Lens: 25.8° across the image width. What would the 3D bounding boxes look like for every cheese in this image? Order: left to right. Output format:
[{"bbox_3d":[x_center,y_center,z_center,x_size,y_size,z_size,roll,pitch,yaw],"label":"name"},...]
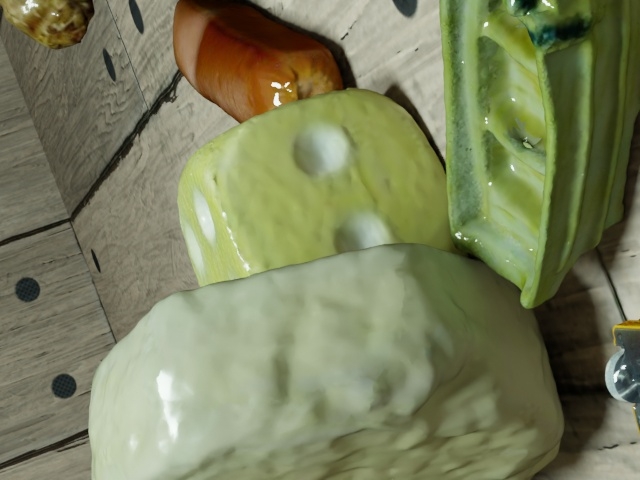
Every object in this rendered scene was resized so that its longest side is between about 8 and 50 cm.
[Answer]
[{"bbox_3d":[-0.002,0.122,0.920,0.326,0.318,0.115,-36,54,39],"label":"cheese"}]

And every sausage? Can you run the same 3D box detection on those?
[{"bbox_3d":[-0.061,-0.150,1.198,0.300,0.083,0.089,-137,37,-60],"label":"sausage"}]

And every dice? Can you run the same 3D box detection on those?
[{"bbox_3d":[0.000,0.000,1.037,0.169,0.169,0.166,66,163,13],"label":"dice"}]

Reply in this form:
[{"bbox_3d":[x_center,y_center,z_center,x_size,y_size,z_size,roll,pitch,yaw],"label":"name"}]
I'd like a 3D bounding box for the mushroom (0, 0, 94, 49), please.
[{"bbox_3d":[-0.177,-0.353,1.143,0.345,0.239,0.345,21,120,42],"label":"mushroom"}]

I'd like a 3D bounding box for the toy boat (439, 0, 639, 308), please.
[{"bbox_3d":[0.115,-0.092,0.745,0.111,0.084,0.276,48,156,44],"label":"toy boat"}]

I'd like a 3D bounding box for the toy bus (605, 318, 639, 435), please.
[{"bbox_3d":[0.206,0.113,0.709,0.069,0.074,0.162,-6,102,64],"label":"toy bus"}]
